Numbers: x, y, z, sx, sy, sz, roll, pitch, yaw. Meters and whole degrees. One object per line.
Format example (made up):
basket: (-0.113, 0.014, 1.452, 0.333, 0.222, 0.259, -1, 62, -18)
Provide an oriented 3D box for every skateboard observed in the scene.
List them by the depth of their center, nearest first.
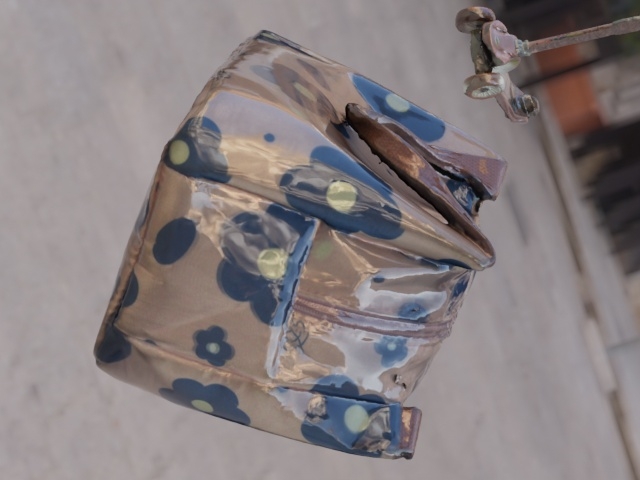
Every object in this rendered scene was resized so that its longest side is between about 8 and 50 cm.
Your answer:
skateboard: (0.091, -0.059, 0.622, 0.064, 0.083, 0.032, 39, 42, -63)

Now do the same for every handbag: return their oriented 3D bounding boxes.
handbag: (0.000, 0.000, 1.133, 0.251, 0.193, 0.190, -62, 176, -71)
